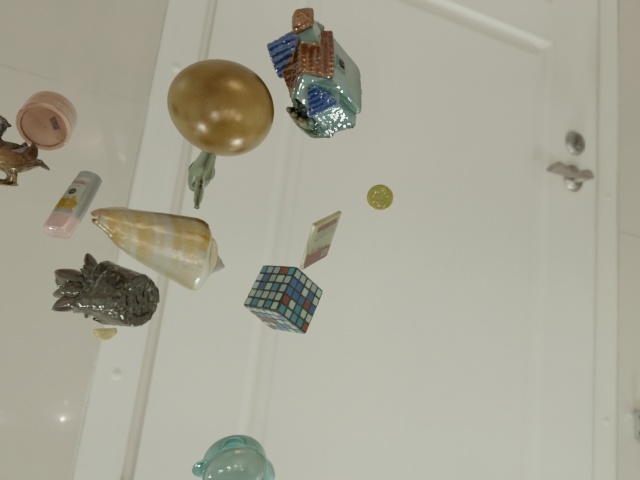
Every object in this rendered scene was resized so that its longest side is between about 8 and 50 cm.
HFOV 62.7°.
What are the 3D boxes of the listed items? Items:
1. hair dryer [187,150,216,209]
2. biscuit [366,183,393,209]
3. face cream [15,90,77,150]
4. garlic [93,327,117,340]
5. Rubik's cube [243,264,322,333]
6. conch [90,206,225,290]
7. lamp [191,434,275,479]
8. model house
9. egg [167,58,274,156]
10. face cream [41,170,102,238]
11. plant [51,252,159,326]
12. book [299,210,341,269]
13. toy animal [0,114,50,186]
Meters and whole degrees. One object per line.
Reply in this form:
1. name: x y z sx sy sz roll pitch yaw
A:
1. hair dryer: -0.375 -0.234 1.703 0.088 0.219 0.225 16 -161 -20
2. biscuit: 0.187 -0.136 1.650 0.083 0.084 0.023 6 -156 6
3. face cream: -0.805 -0.353 1.549 0.149 0.149 0.104 11 -149 -20
4. garlic: -0.784 0.338 1.911 0.083 0.053 0.041 -2 -143 -34
5. Rubik's cube: -0.133 0.211 1.903 0.187 0.184 0.182 2 147 41
6. conch: -0.284 -0.008 0.977 0.255 0.127 0.158 37 -171 -36
7. lamp: -0.259 0.736 1.687 0.209 0.147 0.284 -36 138 5
8. model house: -0.044 -0.525 1.615 0.251 0.295 0.329 -13 149 22
9. egg: -0.274 -0.360 1.416 0.322 0.250 0.250 26 179 29
10. face cream: -0.642 -0.095 1.366 0.084 0.199 0.057 4 141 10
11. plant: -0.644 0.163 1.556 0.320 0.194 0.182 6 146 32
12. book: 0.000 0.000 2.060 0.022 0.232 0.162 36 -138 24
13. toy animal: -0.804 -0.234 1.384 0.089 0.179 0.188 13 -171 31
